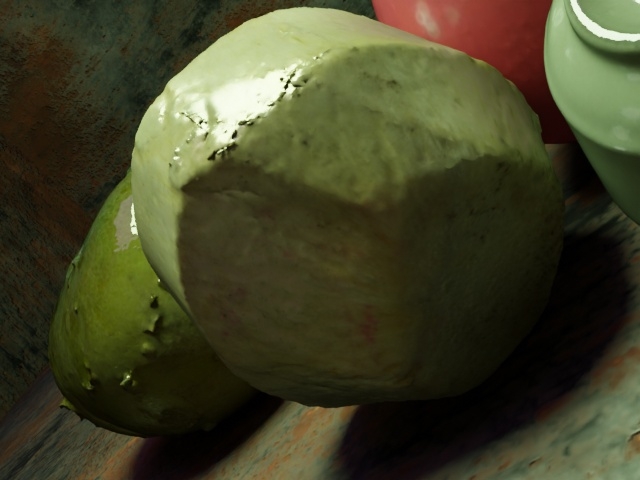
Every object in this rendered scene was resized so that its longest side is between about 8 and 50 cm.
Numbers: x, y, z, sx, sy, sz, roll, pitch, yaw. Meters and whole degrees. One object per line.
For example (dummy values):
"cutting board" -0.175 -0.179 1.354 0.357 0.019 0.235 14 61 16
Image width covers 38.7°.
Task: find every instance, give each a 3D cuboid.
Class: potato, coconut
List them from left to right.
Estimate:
"potato" -0.152 0.080 0.907 0.359 0.219 0.269 -51 18 41
"coconut" 0.011 -0.023 0.571 0.259 0.259 0.259 -43 11 10

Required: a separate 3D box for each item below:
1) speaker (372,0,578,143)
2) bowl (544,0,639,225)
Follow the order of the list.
"speaker" 0.183 -0.218 0.646 0.294 0.294 0.294 -43 11 10
"bowl" 0.187 -0.110 0.410 0.211 0.112 0.211 -30 46 37
